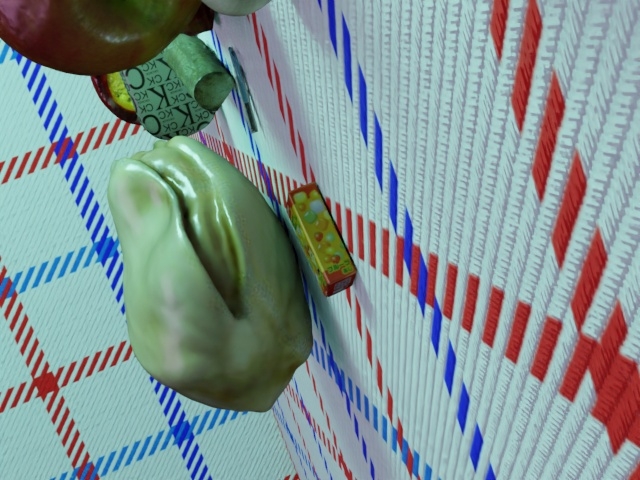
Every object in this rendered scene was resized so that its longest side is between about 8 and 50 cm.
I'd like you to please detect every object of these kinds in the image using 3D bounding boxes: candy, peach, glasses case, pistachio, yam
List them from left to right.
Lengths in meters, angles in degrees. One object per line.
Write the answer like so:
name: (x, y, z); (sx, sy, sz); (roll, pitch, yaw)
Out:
peach: (-0.276, -0.349, 1.176); (0.332, 0.307, 0.308); (-117, 10, -49)
peach: (-0.319, -0.312, 1.782); (0.190, 0.196, 0.226); (31, 164, 2)
glasses case: (-0.277, -0.334, 1.630); (0.085, 0.137, 0.355); (-138, 27, -70)
yam: (-0.177, -0.251, 1.495); (0.169, 0.068, 0.068); (-127, 18, -51)
pistachio: (-0.174, 0.051, 1.505); (0.446, 0.281, 0.365); (61, 163, 11)
candy: (0.000, 0.000, 1.171); (0.062, 0.038, 0.122); (100, 147, -72)

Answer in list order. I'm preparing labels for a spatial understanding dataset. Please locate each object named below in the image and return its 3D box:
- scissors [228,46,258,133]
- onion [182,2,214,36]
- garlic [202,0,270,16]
scissors: (-0.104, -0.201, 1.358); (0.058, 0.014, 0.119); (-123, 17, -65)
onion: (-0.223, -0.370, 1.385); (0.151, 0.098, 0.206); (77, 167, -50)
garlic: (-0.093, -0.271, 0.879); (0.174, 0.124, 0.099); (42, 171, -38)
